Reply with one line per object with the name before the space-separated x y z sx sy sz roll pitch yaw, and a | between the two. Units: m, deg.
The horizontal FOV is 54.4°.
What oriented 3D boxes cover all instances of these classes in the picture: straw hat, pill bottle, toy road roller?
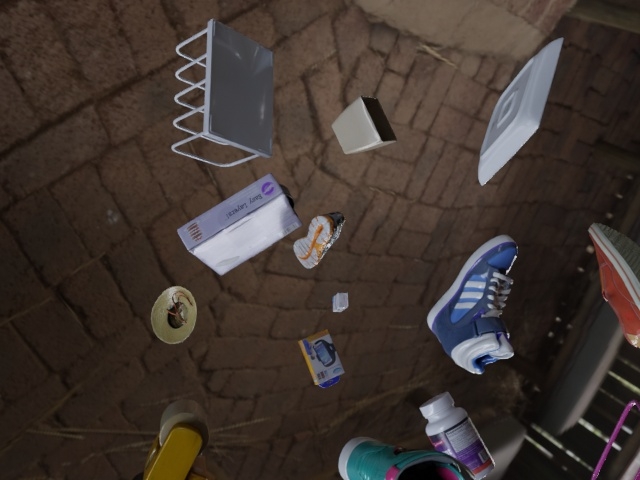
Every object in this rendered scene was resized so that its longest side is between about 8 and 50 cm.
straw hat | -0.355 0.190 1.585 0.145 0.144 0.061 -59 158 5
pill bottle | 0.313 0.460 1.456 0.108 0.194 0.108 -27 169 -6
toy road roller | -0.320 0.583 1.524 0.240 0.202 0.330 25 86 -12

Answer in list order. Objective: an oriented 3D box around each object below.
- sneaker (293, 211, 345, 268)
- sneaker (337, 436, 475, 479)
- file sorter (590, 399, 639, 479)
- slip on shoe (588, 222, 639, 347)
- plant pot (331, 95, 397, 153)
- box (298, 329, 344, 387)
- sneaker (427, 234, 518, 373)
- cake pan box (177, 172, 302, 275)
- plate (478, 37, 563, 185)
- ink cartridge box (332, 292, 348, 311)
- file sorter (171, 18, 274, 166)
sneaker | 0.000 0.000 1.624 0.083 0.084 0.215 -29 166 -39
sneaker | 0.193 0.407 1.033 0.295 0.178 0.124 22 80 -28
file sorter | 0.579 0.389 0.917 0.182 0.290 0.202 -46 154 -71
slip on shoe | 0.618 0.080 1.276 0.122 0.331 0.101 19 128 -17
plant pot | 0.090 -0.244 1.367 0.096 0.109 0.109 -26 178 26
box | 0.006 0.307 1.602 0.081 0.136 0.028 -19 171 -27
sneaker | 0.427 0.172 1.524 0.130 0.236 0.323 26 107 -42
cake pan box | -0.178 -0.033 1.493 0.266 0.070 0.246 -32 163 0
plate | 0.455 -0.303 1.466 0.278 0.045 0.277 118 -5 -65
ink cartridge box | 0.062 0.192 1.942 0.028 0.048 0.083 2 162 -14
file sorter | -0.239 -0.335 1.489 0.192 0.173 0.278 14 70 -46
